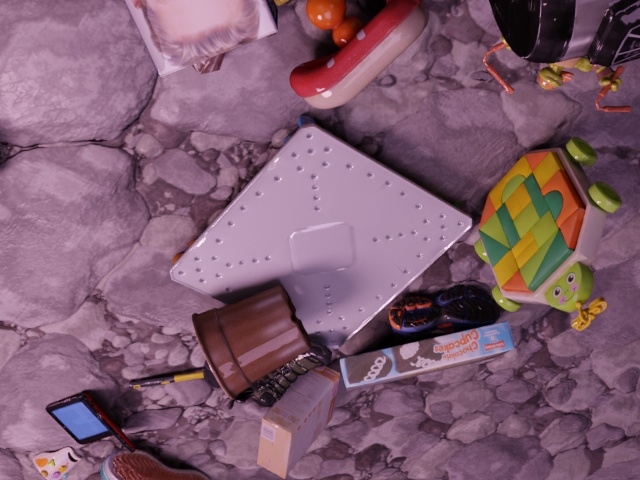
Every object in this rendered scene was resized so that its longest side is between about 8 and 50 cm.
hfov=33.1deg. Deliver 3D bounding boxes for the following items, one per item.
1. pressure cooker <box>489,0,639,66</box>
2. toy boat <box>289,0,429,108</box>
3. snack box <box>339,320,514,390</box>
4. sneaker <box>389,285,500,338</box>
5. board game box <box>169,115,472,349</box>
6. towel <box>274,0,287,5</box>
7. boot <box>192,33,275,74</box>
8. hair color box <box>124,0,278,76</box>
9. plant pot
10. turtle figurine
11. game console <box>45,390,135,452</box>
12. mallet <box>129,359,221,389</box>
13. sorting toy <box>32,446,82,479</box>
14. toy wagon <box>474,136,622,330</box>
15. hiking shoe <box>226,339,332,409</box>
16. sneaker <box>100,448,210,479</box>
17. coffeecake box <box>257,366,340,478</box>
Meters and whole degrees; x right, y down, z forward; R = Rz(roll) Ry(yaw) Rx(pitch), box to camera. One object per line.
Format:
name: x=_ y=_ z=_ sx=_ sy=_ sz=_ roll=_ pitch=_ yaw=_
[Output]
pressure cooker: x=0.423 y=-0.439 z=1.365 sx=0.421 sy=0.370 sz=0.375 roll=-13 pitch=123 yaw=-2
toy boat: x=0.038 y=-0.304 z=1.578 sx=0.231 sy=0.151 sz=0.151 roll=-41 pitch=97 yaw=22
snack box: x=0.198 y=0.225 z=2.066 sx=0.322 sy=0.060 sz=0.187 roll=-13 pitch=170 yaw=-2
sneaker: x=0.235 y=0.144 z=2.063 sx=0.221 sy=0.083 sz=0.087 roll=-3 pitch=149 yaw=-7
board game box: x=0.000 y=0.000 z=1.885 sx=0.390 sy=0.050 sz=0.390 roll=27 pitch=121 yaw=-32
towel: x=-0.043 y=-0.378 z=1.557 sx=0.083 sy=0.009 sz=0.060 roll=-26 pitch=131 yaw=12
boot: x=-0.135 y=-0.288 z=1.599 sx=0.106 sy=0.037 sz=0.114 roll=22 pitch=121 yaw=-13
hair color box: x=-0.194 y=-0.405 z=1.371 sx=0.174 sy=0.105 sz=0.347 roll=-20 pitch=117 yaw=7
plant pot: x=-0.115 y=0.166 z=1.879 sx=0.165 sy=0.167 sz=0.167 roll=-27 pitch=132 yaw=2
turtle figurine: x=0.400 y=-0.312 z=1.666 sx=0.270 sy=0.087 sz=0.217 roll=17 pitch=119 yaw=-15
game console: x=-0.448 y=0.369 z=2.101 sx=0.085 sy=0.124 sz=0.144 roll=-41 pitch=134 yaw=-11
mallet: x=-0.275 y=0.259 z=2.073 sx=0.190 sy=0.039 sz=0.062 roll=-4 pitch=133 yaw=-4
sorting toy: x=-0.529 y=0.456 z=2.196 sx=0.075 sy=0.045 sz=0.083 roll=-37 pitch=132 yaw=-5
toy wagon: x=0.374 y=-0.002 z=1.765 sx=0.068 sy=0.344 sz=0.267 roll=22 pitch=124 yaw=-27
hiking shoe: x=-0.076 y=0.260 z=2.034 sx=0.227 sy=0.114 sz=0.086 roll=-19 pitch=141 yaw=28
sneaker: x=-0.356 y=0.519 z=2.224 sx=0.121 sy=0.108 sz=0.302 roll=-32 pitch=140 yaw=23
coffeecake box: x=-0.042 y=0.347 z=2.103 sx=0.068 sy=0.185 sz=0.142 roll=25 pitch=134 yaw=19
